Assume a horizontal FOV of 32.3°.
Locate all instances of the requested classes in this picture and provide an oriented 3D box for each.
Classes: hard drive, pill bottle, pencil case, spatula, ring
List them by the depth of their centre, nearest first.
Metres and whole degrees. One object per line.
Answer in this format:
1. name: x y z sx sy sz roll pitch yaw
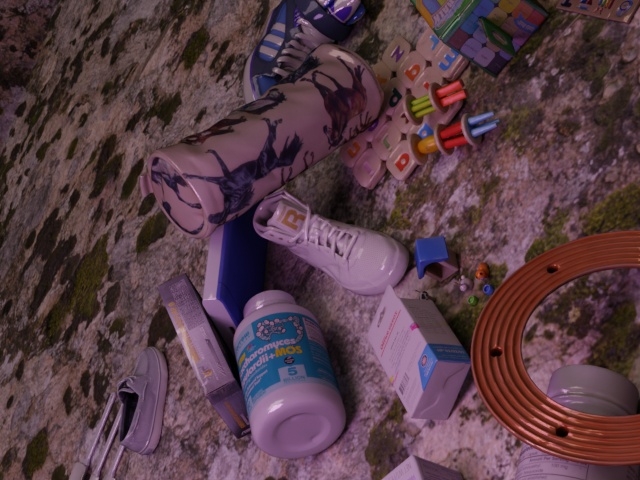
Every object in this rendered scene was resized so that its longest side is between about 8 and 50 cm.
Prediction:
1. pill bottle: 0.285 0.262 1.228 0.131 0.131 0.229 -18 44 47
2. ring: 0.335 0.115 1.232 0.336 0.032 0.337 -13 42 12
3. pill bottle: -0.056 0.199 1.733 0.146 0.146 0.264 -47 37 23
4. pencil case: -0.097 -0.167 1.828 0.410 0.160 0.183 -36 35 -22
5. hard drive: -0.141 0.024 1.919 0.040 0.210 0.319 -6 53 12
6. spatula: -0.436 0.424 2.216 0.168 0.019 0.242 3 71 56

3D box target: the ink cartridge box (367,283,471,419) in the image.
1. ink cartridge box: 0.136 0.153 1.553 0.181 0.061 0.104 -119 42 -51

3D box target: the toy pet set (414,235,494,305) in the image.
1. toy pet set: 0.175 0.049 1.593 0.122 0.065 0.114 -39 41 32

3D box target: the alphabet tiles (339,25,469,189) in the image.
1. alphabet tiles: 0.139 -0.228 1.874 0.284 0.021 0.278 -53 34 15

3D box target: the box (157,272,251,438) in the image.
1. box: -0.181 0.192 1.830 0.056 0.183 0.231 -28 56 -3

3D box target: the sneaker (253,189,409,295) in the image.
1. sneaker: 0.000 0.000 1.775 0.292 0.169 0.108 15 78 55

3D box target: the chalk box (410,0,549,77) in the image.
1. chalk box: 0.249 -0.356 1.711 0.132 0.132 0.213 -50 37 20

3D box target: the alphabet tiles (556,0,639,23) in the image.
1. alphabet tiles: 0.422 -0.425 1.633 0.198 0.009 0.237 -61 33 4

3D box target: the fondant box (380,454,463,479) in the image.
1. fondant box: 0.107 0.471 1.370 0.238 0.096 0.330 -45 38 25

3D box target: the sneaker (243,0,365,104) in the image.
1. sneaker: -0.022 -0.381 2.098 0.236 0.130 0.323 -29 41 46

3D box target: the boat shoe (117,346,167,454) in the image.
1. boat shoe: -0.349 0.297 2.124 0.079 0.081 0.228 -35 43 36

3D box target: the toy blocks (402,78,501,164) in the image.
1. toy blocks: 0.204 -0.195 1.707 0.148 0.054 0.123 -19 67 35
